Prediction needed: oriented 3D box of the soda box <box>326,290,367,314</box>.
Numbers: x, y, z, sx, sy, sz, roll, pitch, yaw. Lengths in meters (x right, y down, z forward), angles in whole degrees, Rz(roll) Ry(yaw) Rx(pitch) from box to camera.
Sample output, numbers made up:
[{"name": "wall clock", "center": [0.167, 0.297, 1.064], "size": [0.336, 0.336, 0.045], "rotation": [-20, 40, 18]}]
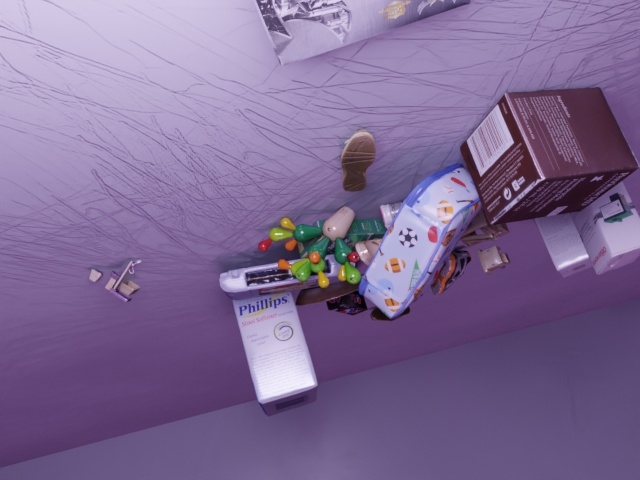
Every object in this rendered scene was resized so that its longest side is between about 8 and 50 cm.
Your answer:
[{"name": "soda box", "center": [0.074, 0.174, 1.829], "size": [0.053, 0.060, 0.169], "rotation": [-24, 158, 22]}]

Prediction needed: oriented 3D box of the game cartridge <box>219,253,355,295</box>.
[{"name": "game cartridge", "center": [-0.075, 0.084, 1.446], "size": [0.294, 0.060, 0.196], "rotation": [-9, 174, -5]}]

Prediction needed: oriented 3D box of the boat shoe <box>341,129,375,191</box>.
[{"name": "boat shoe", "center": [0.061, -0.140, 1.064], "size": [0.056, 0.048, 0.153], "rotation": [-2, 152, -1]}]

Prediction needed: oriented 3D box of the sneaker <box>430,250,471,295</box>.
[{"name": "sneaker", "center": [0.363, 0.092, 1.804], "size": [0.083, 0.084, 0.215], "rotation": [-15, 159, -16]}]

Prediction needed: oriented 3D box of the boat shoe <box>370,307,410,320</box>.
[{"name": "boat shoe", "center": [0.231, 0.250, 2.138], "size": [0.152, 0.056, 0.049], "rotation": [-5, 151, -27]}]

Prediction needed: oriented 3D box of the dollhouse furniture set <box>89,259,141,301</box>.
[{"name": "dollhouse furniture set", "center": [-0.395, 0.062, 1.283], "size": [0.081, 0.091, 0.114], "rotation": [-57, -178, -1]}]

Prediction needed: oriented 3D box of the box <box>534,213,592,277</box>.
[{"name": "box", "center": [0.613, -0.008, 1.602], "size": [0.091, 0.170, 0.130], "rotation": [-26, 157, 22]}]

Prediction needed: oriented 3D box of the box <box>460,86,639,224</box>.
[{"name": "box", "center": [0.386, -0.145, 1.096], "size": [0.203, 0.167, 0.168], "rotation": [-8, 157, -20]}]

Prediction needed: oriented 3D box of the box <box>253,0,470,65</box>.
[{"name": "box", "center": [0.040, -0.286, 0.651], "size": [0.231, 0.056, 0.183], "rotation": [-17, 159, 4]}]

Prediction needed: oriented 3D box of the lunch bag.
[{"name": "lunch bag", "center": [0.201, 0.002, 1.230], "size": [0.243, 0.115, 0.303], "rotation": [-30, 154, -55]}]

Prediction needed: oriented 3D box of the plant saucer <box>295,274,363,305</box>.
[{"name": "plant saucer", "center": [0.026, 0.116, 1.606], "size": [0.198, 0.036, 0.198], "rotation": [-18, -176, 1]}]

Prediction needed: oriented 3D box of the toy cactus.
[{"name": "toy cactus", "center": [0.000, 0.000, 1.240], "size": [0.180, 0.219, 0.112], "rotation": [-52, 142, -24]}]

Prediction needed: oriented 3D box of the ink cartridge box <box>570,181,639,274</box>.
[{"name": "ink cartridge box", "center": [0.643, -0.052, 1.443], "size": [0.092, 0.219, 0.160], "rotation": [-18, 159, 5]}]

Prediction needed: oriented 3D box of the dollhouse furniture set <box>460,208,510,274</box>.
[{"name": "dollhouse furniture set", "center": [0.393, 0.019, 1.525], "size": [0.101, 0.161, 0.182], "rotation": [-27, 156, 27]}]

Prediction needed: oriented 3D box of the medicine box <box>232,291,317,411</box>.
[{"name": "medicine box", "center": [-0.114, 0.275, 1.627], "size": [0.149, 0.289, 0.263], "rotation": [-16, 159, -7]}]

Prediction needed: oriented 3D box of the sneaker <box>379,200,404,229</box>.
[{"name": "sneaker", "center": [0.186, -0.040, 1.363], "size": [0.074, 0.063, 0.170], "rotation": [-16, 155, 18]}]

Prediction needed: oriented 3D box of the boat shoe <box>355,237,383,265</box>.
[{"name": "boat shoe", "center": [0.131, 0.019, 1.372], "size": [0.059, 0.063, 0.170], "rotation": [-31, 164, 24]}]

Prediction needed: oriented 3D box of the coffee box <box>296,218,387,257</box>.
[{"name": "coffee box", "center": [0.052, -0.005, 1.388], "size": [0.184, 0.040, 0.113], "rotation": [-2, 155, -32]}]
